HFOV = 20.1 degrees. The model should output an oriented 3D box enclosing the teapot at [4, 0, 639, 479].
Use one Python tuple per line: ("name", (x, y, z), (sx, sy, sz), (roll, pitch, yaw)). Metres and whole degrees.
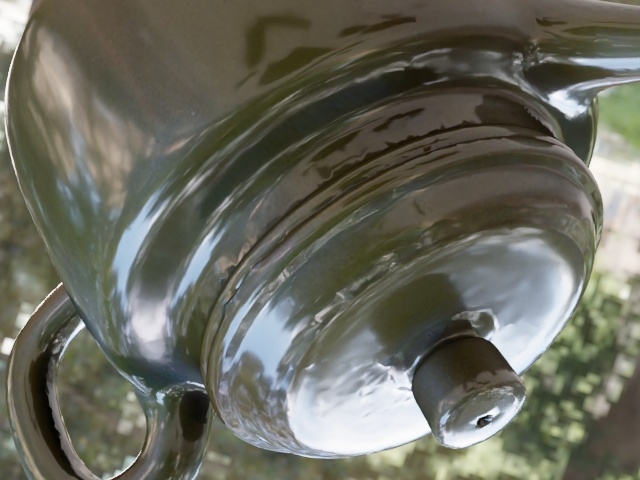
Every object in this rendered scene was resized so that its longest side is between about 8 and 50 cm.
("teapot", (0.000, 0.000, 0.591), (0.185, 0.268, 0.175), (28, -156, -51))
